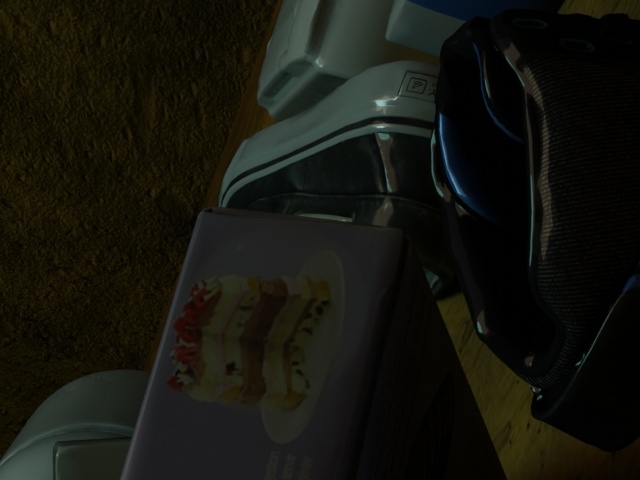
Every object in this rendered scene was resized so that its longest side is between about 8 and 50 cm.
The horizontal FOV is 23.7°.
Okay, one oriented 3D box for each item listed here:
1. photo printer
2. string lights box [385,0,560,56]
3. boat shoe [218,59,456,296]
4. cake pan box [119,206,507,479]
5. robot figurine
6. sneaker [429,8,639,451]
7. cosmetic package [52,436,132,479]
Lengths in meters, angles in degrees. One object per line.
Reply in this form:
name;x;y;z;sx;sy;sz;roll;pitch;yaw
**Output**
photo printer;0.054;-0.233;1.050;0.256;0.107;0.307;160;127;-80
string lights box;0.111;-0.212;0.725;0.259;0.077;0.133;118;166;-55
boat shoe;0.000;0.000;0.878;0.335;0.121;0.119;136;154;-70
cake pan box;-0.007;0.160;0.450;0.246;0.070;0.267;58;-137;-61
robot figurine;-0.169;0.225;1.216;0.300;0.200;0.353;-34;8;6
sneaker;0.091;-0.051;0.365;0.079;0.121;0.217;121;164;-56
cosmetic package;-0.089;0.224;0.838;0.085;0.117;0.231;150;117;-78
